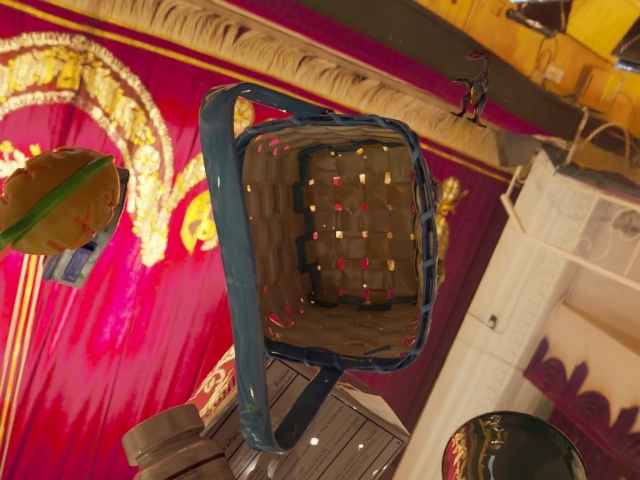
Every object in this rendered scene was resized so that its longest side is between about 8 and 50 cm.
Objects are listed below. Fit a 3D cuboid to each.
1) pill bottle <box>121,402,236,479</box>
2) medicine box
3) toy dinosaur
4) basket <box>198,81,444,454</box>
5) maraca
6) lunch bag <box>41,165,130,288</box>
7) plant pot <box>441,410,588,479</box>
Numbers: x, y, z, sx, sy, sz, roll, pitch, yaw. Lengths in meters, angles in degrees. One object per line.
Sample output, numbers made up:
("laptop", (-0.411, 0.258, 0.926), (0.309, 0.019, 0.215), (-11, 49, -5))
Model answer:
("pill bottle", (-0.160, 0.328, 0.656), (0.121, 0.121, 0.221), (0, -126, -53))
("medicine box", (-0.057, 0.313, 0.848), (0.289, 0.263, 0.149), (38, -178, -20))
("toy dinosaur", (0.191, -0.190, 0.655), (0.047, 0.082, 0.090), (31, -163, 29))
("basket", (0.000, 0.000, 0.463), (0.201, 0.255, 0.289), (1, -167, 26))
("maraca", (-0.278, -0.029, 0.536), (0.099, 0.127, 0.186), (46, -134, -13))
("lunch bag", (-0.414, -0.026, 0.930), (0.090, 0.219, 0.176), (21, -134, -27))
("plant pot", (0.334, 0.479, 0.918), (0.271, 0.272, 0.255), (23, -166, 15))
